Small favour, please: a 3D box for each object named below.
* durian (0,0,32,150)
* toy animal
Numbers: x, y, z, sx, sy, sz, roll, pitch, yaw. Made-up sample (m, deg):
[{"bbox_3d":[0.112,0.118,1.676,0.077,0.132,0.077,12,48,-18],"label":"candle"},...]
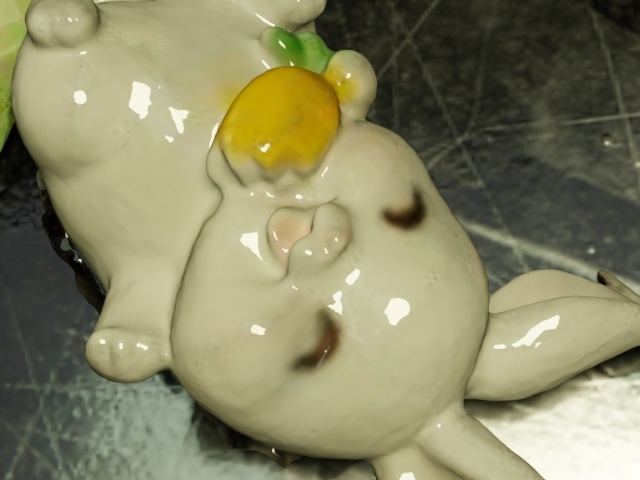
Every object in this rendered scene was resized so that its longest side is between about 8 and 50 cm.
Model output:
[{"bbox_3d":[-0.107,-0.210,0.686,0.352,0.158,0.169,-41,82,-11],"label":"durian"},{"bbox_3d":[-0.006,0.002,0.598,0.325,0.154,0.208,34,56,-3],"label":"toy animal"}]
